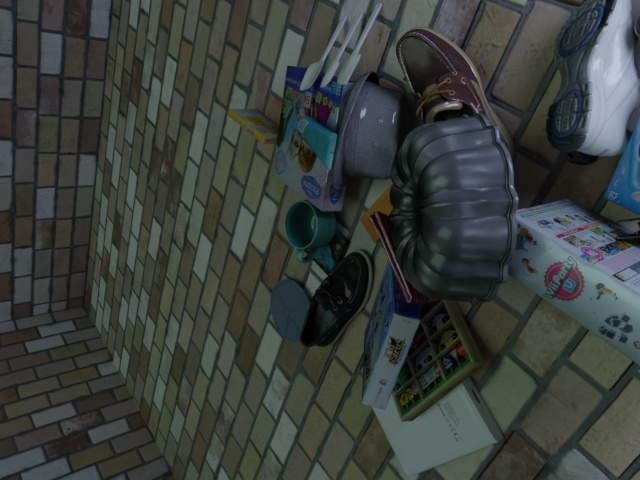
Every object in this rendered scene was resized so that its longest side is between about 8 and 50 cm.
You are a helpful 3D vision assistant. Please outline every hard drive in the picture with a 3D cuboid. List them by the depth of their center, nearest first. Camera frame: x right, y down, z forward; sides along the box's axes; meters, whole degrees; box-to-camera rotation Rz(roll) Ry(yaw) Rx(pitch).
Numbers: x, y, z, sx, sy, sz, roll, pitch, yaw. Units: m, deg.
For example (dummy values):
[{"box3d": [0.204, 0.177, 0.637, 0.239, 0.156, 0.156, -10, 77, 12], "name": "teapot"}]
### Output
[{"box3d": [0.265, 0.428, 1.251, 0.307, 0.040, 0.203, -48, 62, 43], "name": "hard drive"}]

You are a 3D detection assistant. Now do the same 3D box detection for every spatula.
[{"box3d": [0.049, -0.464, 1.250, 0.168, 0.019, 0.242, 7, 68, 49], "name": "spatula"}]

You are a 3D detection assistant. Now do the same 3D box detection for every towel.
[{"box3d": [0.187, 0.044, 1.115, 0.031, 0.275, 0.198, -27, 74, 19], "name": "towel"}]

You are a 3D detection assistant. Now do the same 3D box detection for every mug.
[{"box3d": [-0.026, -0.033, 1.414, 0.129, 0.097, 0.157, 54, 127, 28], "name": "mug"}]

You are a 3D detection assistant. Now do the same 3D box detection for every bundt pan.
[{"box3d": [0.201, -0.050, 0.890, 0.331, 0.124, 0.330, 177, 90, -82], "name": "bundt pan"}]

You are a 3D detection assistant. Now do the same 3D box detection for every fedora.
[{"box3d": [0.128, -0.235, 1.185, 0.124, 0.244, 0.275, 16, 100, 16], "name": "fedora"}]

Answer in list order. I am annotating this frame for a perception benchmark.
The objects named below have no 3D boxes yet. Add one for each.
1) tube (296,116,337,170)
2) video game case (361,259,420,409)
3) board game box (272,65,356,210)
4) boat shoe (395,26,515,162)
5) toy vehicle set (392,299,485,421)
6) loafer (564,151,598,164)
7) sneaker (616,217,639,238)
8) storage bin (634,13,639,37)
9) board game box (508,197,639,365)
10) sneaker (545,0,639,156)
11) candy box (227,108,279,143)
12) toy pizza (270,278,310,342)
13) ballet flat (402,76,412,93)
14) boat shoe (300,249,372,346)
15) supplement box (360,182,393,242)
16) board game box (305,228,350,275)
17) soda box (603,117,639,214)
[{"box3d": [-0.005, -0.235, 1.198, 0.207, 0.052, 0.080, -123, 35, -57], "name": "tube"}, {"box3d": [0.154, 0.200, 1.192, 0.061, 0.269, 0.244, 14, 115, 0], "name": "video game case"}, {"box3d": [-0.019, -0.278, 1.378, 0.319, 0.066, 0.318, 39, 126, 53], "name": "board game box"}, {"box3d": [0.250, -0.267, 1.013, 0.123, 0.123, 0.342, -32, 89, 39], "name": "boat shoe"}, {"box3d": [0.247, 0.279, 1.198, 0.267, 0.035, 0.166, -55, 38, 35], "name": "toy vehicle set"}, {"box3d": [0.449, -0.216, 0.904, 0.062, 0.061, 0.170, -7, 91, 50], "name": "loafer"}, {"box3d": [0.557, -0.018, 0.795, 0.170, 0.089, 0.051, 6, 101, 48], "name": "sneaker"}, {"box3d": [0.563, -0.344, 0.733, 0.122, 0.084, 0.180, 53, 133, 28], "name": "storage bin"}, {"box3d": [0.454, 0.052, 0.826, 0.303, 0.224, 0.097, 42, 128, 37], "name": "board game box"}, {"box3d": [0.459, -0.273, 0.850, 0.111, 0.129, 0.297, -178, 101, -71], "name": "sneaker"}, {"box3d": [-0.185, -0.347, 1.573, 0.206, 0.105, 0.027, 43, 126, 36], "name": "candy box"}, {"box3d": [-0.088, 0.217, 1.623, 0.201, 0.032, 0.201, 11, 105, 46], "name": "toy pizza"}, {"box3d": [0.250, -0.332, 1.130, 0.168, 0.057, 0.052, 30, 146, 46], "name": "ballet flat"}, {"box3d": [0.028, 0.170, 1.418, 0.127, 0.113, 0.340, 53, 132, 29], "name": "boat shoe"}, {"box3d": [0.194, -0.093, 1.209, 0.233, 0.080, 0.078, -49, 61, 43], "name": "supplement box"}, {"box3d": [0.000, 0.000, 1.486, 0.186, 0.026, 0.126, 44, 128, 34], "name": "board game box"}, {"box3d": [0.519, -0.148, 0.795, 0.067, 0.071, 0.210, 39, 137, 37], "name": "soda box"}]
